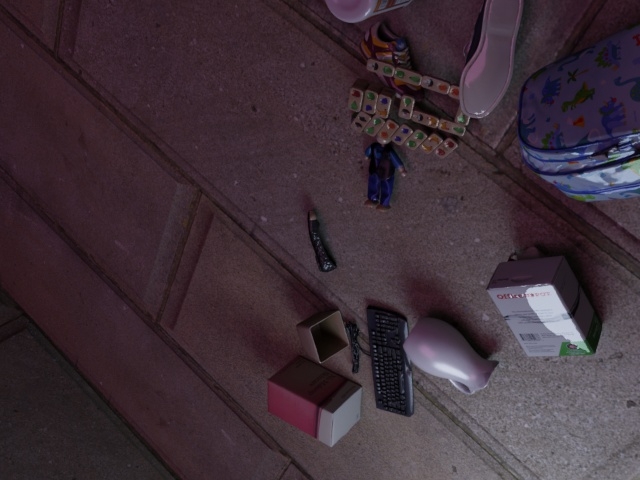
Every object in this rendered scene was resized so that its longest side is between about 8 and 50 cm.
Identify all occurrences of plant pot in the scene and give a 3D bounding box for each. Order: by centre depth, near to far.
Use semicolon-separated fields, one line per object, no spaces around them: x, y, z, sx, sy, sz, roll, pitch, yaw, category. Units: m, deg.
-0.004;0.253;1.996;0.096;0.109;0.109;7;118;52;plant pot

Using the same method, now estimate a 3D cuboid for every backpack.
0.498;-0.205;1.196;0.355;0.274;0.290;-29;49;61;backpack

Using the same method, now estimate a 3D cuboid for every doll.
0.143;-0.164;1.672;0.129;0.046;0.188;24;121;41;doll

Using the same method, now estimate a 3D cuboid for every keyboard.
0.150;0.316;1.946;0.202;0.033;0.317;11;119;36;keyboard

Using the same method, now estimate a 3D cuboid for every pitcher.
0.299;0.284;1.749;0.207;0.125;0.177;32;149;11;pitcher

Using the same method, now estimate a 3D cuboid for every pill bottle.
0.111;-0.491;1.396;0.121;0.216;0.121;19;124;32;pill bottle

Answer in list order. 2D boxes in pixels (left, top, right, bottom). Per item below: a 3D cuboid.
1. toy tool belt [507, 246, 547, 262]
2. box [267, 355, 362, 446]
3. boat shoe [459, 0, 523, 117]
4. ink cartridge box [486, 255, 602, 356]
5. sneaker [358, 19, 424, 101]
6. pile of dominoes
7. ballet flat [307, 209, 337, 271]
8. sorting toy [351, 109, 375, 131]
0.438;0.047;1.535;0.051;0.052;0.083;23;151;-29;toy tool belt
-0.017;0.450;2.079;0.232;0.149;0.126;21;124;30;box
0.317;-0.359;1.381;0.095;0.079;0.254;8;117;7;boat shoe
0.458;0.137;1.499;0.153;0.087;0.208;-9;127;43;ink cartridge box
0.158;-0.371;1.527;0.185;0.070;0.084;48;140;8;sneaker
0.181;-0.260;1.524;0.251;0.040;0.196;20;140;10;pile of dominoes
0.000;0.000;1.897;0.049;0.057;0.173;-15;108;2;ballet flat
0.097;-0.277;1.652;0.102;0.042;0.061;-19;100;45;sorting toy
